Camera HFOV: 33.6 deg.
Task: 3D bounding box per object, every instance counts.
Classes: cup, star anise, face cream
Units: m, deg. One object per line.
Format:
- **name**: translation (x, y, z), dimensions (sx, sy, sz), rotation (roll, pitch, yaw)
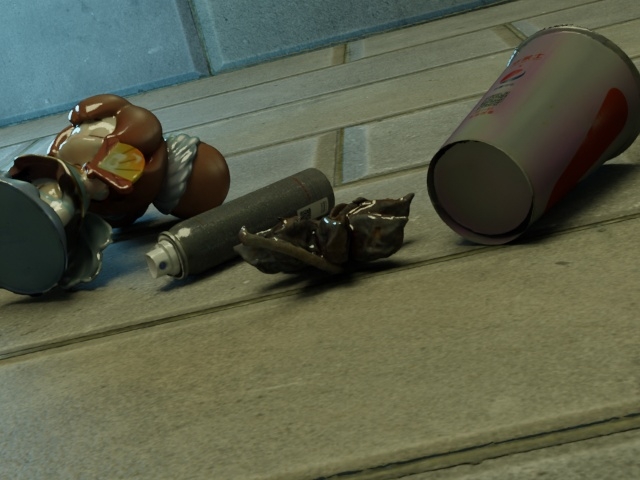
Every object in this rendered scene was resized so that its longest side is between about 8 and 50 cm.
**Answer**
- **cup**: translation (0.253, -0.119, 1.288), dimensions (0.203, 0.203, 0.288), rotation (-1, 27, 38)
- **star anise**: translation (-0.001, 0.000, 1.256), dimensions (0.230, 0.081, 0.262), rotation (-3, 9, 33)
- **face cream**: translation (-0.108, -0.019, 1.422), dimensions (0.284, 0.073, 0.073), rotation (-25, 20, -32)

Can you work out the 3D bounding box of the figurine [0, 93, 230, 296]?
- **figurine**: translation (-0.331, -0.071, 1.562), dimensions (0.277, 0.248, 0.388), rotation (-3, 29, 25)
